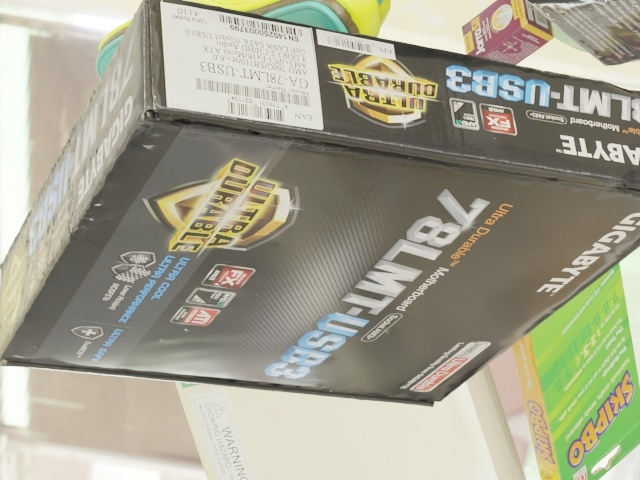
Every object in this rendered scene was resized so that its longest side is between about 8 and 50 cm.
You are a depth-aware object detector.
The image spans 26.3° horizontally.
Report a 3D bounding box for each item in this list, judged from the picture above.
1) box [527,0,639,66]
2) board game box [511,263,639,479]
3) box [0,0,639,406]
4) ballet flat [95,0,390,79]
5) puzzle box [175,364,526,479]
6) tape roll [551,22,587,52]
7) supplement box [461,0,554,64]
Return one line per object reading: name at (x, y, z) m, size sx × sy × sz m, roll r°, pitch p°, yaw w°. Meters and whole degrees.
box at (0.357, -0.323, 1.162) m, size 0.183 × 0.294 × 0.296 m, roll 22°, pitch -108°, yaw -52°
board game box at (0.227, 0.102, 1.217) m, size 0.124 × 0.039 × 0.259 m, roll -32°, pitch -61°, yaw -30°
box at (0.000, 0.000, 0.747) m, size 0.295 × 0.293 × 0.073 m, roll 133°, pitch 140°, yaw -53°
ballet flat at (-0.047, -0.136, 0.892) m, size 0.077 × 0.231 × 0.077 m, roll 57°, pitch -132°, yaw -28°
puzzle box at (0.011, 0.127, 1.125) m, size 0.052 × 0.272 × 0.409 m, roll -23°, pitch -84°, yaw -58°
tape roll at (0.262, -0.367, 1.604) m, size 0.077 × 0.321 × 0.321 m, roll -39°, pitch -6°, yaw -6°
supplement box at (0.187, -0.210, 1.376) m, size 0.083 × 0.043 × 0.055 m, roll -35°, pitch 49°, yaw 39°
